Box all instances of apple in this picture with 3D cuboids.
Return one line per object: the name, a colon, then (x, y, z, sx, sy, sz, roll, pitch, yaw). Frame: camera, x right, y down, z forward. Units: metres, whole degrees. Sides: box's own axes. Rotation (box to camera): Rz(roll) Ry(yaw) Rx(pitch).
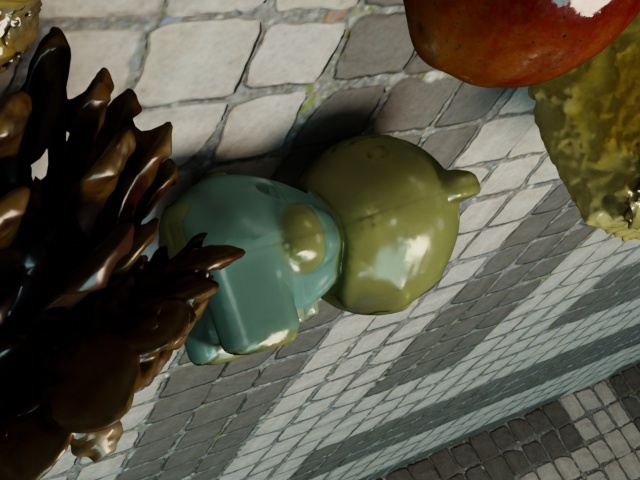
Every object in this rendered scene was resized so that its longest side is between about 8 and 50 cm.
apple: (0.125, -0.175, 0.560, 0.155, 0.147, 0.158, 7, 133, -13)

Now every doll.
doll: (0.000, 0.000, 0.770, 0.260, 0.162, 0.177, -16, 173, -24)

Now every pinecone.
pinecone: (-0.176, 0.000, 0.472, 0.264, 0.264, 0.264, -24, 156, -11)

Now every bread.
bread: (0.306, -0.133, 0.851, 0.204, 0.162, 0.262, 11, 101, -52)

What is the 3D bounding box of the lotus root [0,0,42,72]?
lotus root: (-0.112, -0.188, 0.297, 0.146, 0.131, 0.303, 10, 139, -21)
